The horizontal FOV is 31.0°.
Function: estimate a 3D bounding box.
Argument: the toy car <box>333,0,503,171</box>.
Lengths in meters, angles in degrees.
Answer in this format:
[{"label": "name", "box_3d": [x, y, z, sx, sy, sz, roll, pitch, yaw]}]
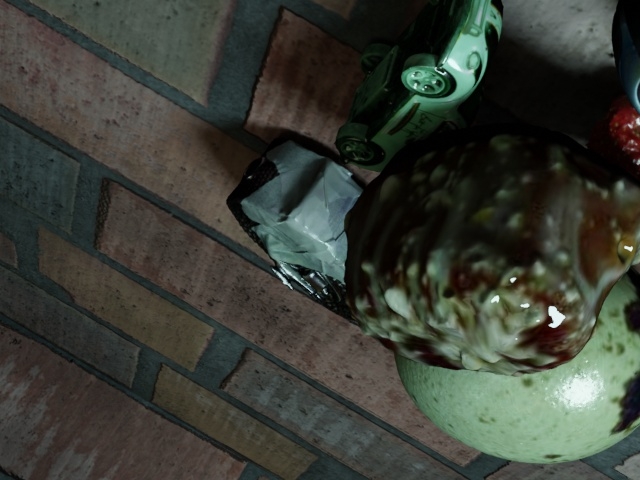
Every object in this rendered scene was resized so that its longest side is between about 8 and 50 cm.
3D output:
[{"label": "toy car", "box_3d": [0.119, -0.174, 1.256, 0.125, 0.136, 0.306, 24, 153, -15]}]

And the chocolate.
[{"label": "chocolate", "box_3d": [0.160, 0.031, 1.193, 0.340, 0.210, 0.225, -4, 135, 43]}]

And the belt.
[{"label": "belt", "box_3d": [0.000, 0.000, 1.612, 0.289, 0.164, 0.184, 44, 158, -23]}]

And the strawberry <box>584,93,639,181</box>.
[{"label": "strawberry", "box_3d": [0.340, -0.078, 1.207, 0.131, 0.131, 0.148, 21, 148, 18]}]

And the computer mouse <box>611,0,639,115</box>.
[{"label": "computer mouse", "box_3d": [0.345, -0.150, 1.062, 0.233, 0.137, 0.096, 40, 147, -19]}]

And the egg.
[{"label": "egg", "box_3d": [0.257, 0.135, 1.450, 0.287, 0.288, 0.379, 42, 152, -20]}]
